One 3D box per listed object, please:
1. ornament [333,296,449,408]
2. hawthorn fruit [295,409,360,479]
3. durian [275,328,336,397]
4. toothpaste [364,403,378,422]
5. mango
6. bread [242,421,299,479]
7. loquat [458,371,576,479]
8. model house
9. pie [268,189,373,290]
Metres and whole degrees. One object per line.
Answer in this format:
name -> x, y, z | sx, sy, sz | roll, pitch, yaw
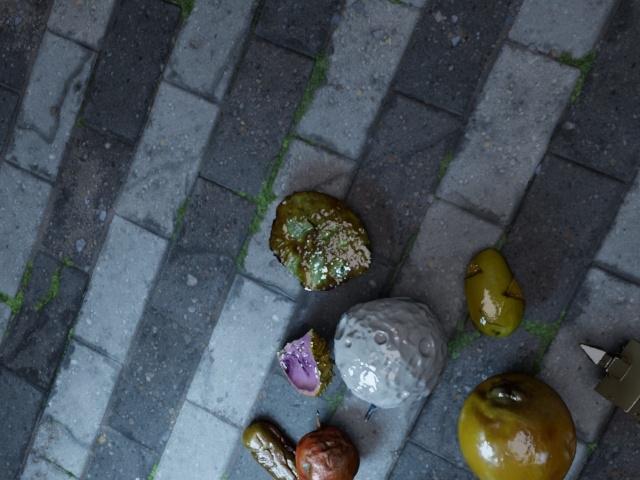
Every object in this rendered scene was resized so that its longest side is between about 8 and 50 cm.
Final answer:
ornament -> 0.206, 0.325, 1.538 | 0.336, 0.337, 0.338 | 1, 94, 12
hawthorn fruit -> 0.010, 0.666, 1.690 | 0.207, 0.207, 0.244 | -18, 80, 13
durian -> -0.031, 0.387, 1.647 | 0.112, 0.341, 0.191 | -25, 78, -31
toothpaste -> 0.167, 0.560, 1.732 | 0.027, 0.019, 0.083 | 32, 97, 26
mango -> 0.510, 0.155, 1.572 | 0.167, 0.130, 0.262 | -16, 86, 8
bread -> -0.126, 0.752, 1.778 | 0.344, 0.084, 0.124 | 46, 102, 5
loquat -> 0.551, 0.543, 1.497 | 0.328, 0.328, 0.329 | 1, 94, 12
model house -> 0.829, 0.349, 1.486 | 0.248, 0.176, 0.181 | 33, 100, 3
pie -> 0.000, 0.000, 1.684 | 0.354, 0.103, 0.288 | 45, 102, 10
